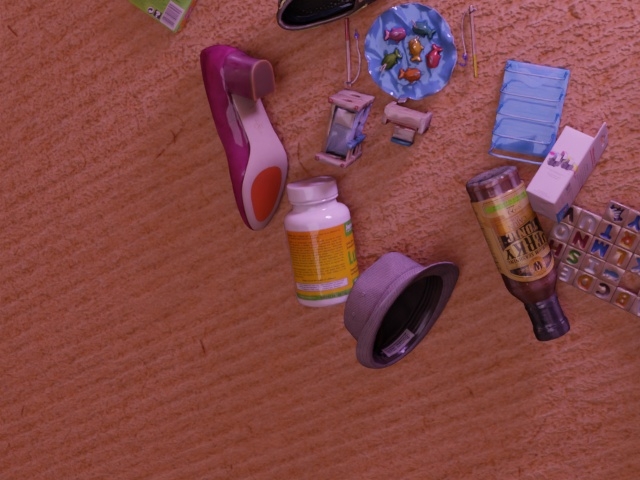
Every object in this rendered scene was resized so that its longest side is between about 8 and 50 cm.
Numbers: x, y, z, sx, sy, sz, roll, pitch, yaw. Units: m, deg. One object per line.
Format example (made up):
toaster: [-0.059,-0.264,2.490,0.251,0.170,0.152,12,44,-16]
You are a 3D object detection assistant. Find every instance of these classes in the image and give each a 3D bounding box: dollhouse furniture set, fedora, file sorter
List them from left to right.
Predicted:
dollhouse furniture set: [0.103,-0.203,1.865,0.184,0.129,0.129,17,111,12]
fedora: [0.142,0.121,1.926,0.124,0.244,0.275,41,122,31]
file sorter: [0.382,-0.235,1.780,0.118,0.104,0.170,13,110,14]

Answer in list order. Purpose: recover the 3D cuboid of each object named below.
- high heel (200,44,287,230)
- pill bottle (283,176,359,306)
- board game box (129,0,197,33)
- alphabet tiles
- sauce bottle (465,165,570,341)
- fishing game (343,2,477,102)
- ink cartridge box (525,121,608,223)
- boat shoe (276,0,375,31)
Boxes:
high heel: [-0.168,-0.212,1.987,0.181,0.127,0.377,24,120,41]
pill bottle: [0.000,0.000,1.957,0.136,0.136,0.245,-4,105,19]
board game box: [-0.277,-0.559,1.929,0.124,0.039,0.259,36,116,4]
alphabet tiles: [0.551,0.023,1.829,0.237,0.009,0.198,26,122,17]
sauce bottle: [0.391,0.028,1.857,0.111,0.111,0.344,-22,100,22]
fishing game: [0.169,-0.359,1.846,0.264,0.041,0.189,3,105,17]
ink cartridge box: [0.454,-0.135,1.762,0.062,0.104,0.181,30,82,26]
boat shoe: [0.053,-0.475,1.803,0.305,0.091,0.109,-18,125,24]
